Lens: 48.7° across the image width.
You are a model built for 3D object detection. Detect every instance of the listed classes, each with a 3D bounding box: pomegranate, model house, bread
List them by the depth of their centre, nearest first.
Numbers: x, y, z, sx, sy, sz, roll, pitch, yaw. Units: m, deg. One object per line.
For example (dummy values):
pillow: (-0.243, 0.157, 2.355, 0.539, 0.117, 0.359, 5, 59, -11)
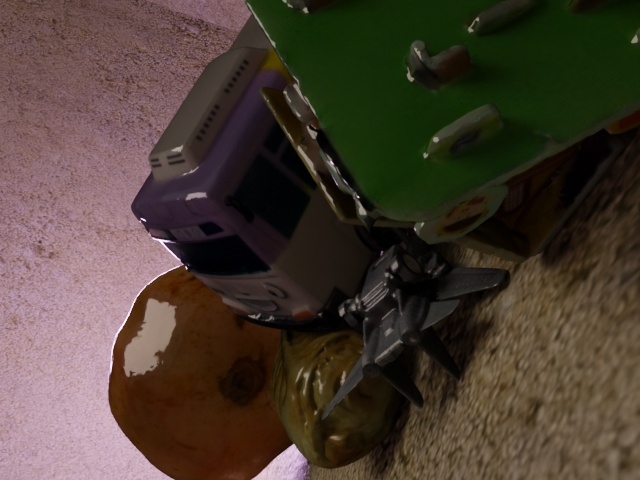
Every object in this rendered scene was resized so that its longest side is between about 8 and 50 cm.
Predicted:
model house: (0.136, -0.126, 0.504, 0.300, 0.340, 0.324, 61, 176, 29)
bread: (0.013, 0.156, 0.793, 0.267, 0.130, 0.152, -148, 79, -84)
pomegranate: (-0.182, 0.223, 1.287, 0.411, 0.411, 0.412, -162, 90, -86)

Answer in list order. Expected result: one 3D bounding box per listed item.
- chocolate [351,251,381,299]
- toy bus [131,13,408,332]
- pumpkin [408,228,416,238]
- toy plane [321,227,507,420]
chocolate: (0.000, 0.000, 1.025, 0.303, 0.100, 0.185, 41, -116, -48)
toy bus: (-0.012, -0.138, 0.807, 0.209, 0.249, 0.440, -1, 56, 53)
pumpkin: (0.120, -0.025, 0.833, 0.050, 0.028, 0.083, -158, 77, -84)
toy plane: (0.081, 0.036, 0.667, 0.212, 0.088, 0.267, -44, 15, 27)
